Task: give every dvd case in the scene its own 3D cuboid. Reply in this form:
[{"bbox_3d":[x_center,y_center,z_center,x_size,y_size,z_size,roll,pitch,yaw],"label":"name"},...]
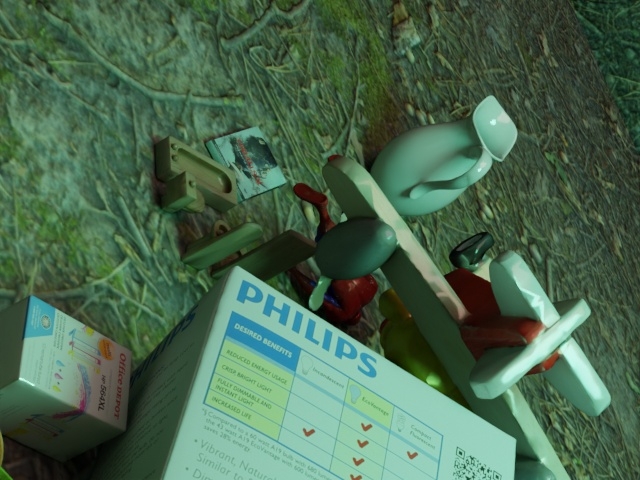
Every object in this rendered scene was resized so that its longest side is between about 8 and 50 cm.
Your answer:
[{"bbox_3d":[-0.094,-0.098,1.673,0.119,0.013,0.087,-25,88,-59],"label":"dvd case"}]

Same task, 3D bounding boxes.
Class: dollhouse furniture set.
[{"bbox_3d":[-0.097,-0.051,1.522,0.144,0.123,0.151,29,44,-43],"label":"dollhouse furniture set"}]

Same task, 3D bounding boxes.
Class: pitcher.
[{"bbox_3d":[0.170,-0.104,1.881,0.125,0.207,0.178,53,32,-16],"label":"pitcher"}]

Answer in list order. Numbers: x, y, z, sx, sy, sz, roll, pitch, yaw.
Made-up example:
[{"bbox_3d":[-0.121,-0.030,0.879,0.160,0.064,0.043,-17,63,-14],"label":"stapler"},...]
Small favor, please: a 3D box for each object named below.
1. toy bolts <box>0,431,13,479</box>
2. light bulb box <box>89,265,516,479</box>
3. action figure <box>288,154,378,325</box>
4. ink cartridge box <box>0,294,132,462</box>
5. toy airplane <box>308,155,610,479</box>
[{"bbox_3d":[-0.375,0.151,0.991,0.218,0.158,0.228,-36,112,-19],"label":"toy bolts"},{"bbox_3d":[-0.030,0.285,1.187,0.358,0.225,0.361,33,39,-16],"label":"light bulb box"},{"bbox_3d":[0.000,0.000,1.625,0.091,0.139,0.280,-39,142,-22],"label":"action figure"},{"bbox_3d":[-0.243,0.132,1.195,0.143,0.090,0.092,34,40,-37],"label":"ink cartridge box"},{"bbox_3d":[0.143,0.129,1.437,0.386,0.272,0.384,55,-3,37],"label":"toy airplane"}]
